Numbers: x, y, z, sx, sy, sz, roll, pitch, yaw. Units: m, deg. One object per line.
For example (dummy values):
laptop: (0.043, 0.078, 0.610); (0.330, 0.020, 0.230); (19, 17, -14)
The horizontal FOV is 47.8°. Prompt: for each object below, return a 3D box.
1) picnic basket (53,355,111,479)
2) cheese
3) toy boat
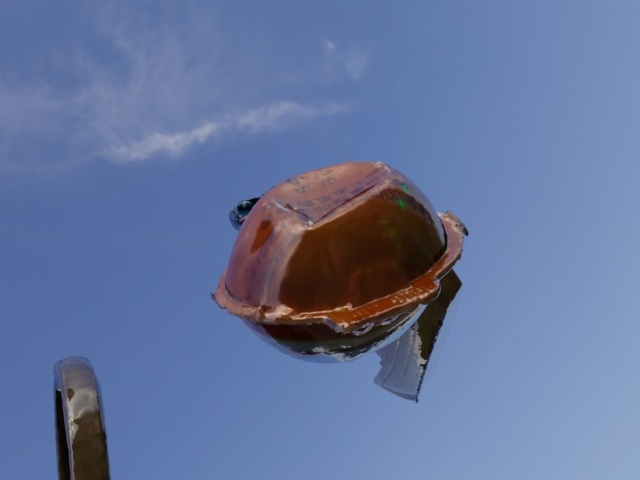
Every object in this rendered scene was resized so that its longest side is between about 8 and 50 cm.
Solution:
picnic basket: (-0.208, 0.260, 0.634); (0.337, 0.293, 0.337); (2, -94, -22)
cheese: (0.000, 0.000, 0.636); (0.217, 0.329, 0.129); (-19, -68, -14)
toy boat: (0.099, 0.098, 0.894); (0.089, 0.121, 0.321); (-49, -22, -26)
